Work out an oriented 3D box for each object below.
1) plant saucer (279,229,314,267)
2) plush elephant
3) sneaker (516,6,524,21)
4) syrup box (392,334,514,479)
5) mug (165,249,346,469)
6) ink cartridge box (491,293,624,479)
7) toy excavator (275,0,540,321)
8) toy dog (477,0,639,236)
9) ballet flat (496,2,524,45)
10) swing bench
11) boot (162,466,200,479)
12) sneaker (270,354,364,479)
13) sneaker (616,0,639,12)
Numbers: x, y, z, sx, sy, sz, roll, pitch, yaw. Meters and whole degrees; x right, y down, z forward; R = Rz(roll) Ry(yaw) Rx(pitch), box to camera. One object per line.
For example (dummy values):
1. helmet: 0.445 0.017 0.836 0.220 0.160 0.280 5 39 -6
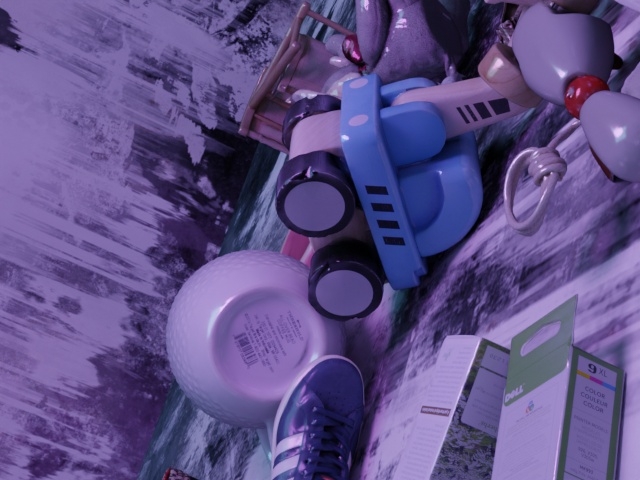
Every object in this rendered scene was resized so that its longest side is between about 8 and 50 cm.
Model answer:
1. plant saucer: 0.000 0.000 2.090 0.332 0.084 0.332 -58 15 26
2. plush elephant: 0.100 -0.293 1.819 0.255 0.272 0.330 -26 59 31
3. sneaker: 0.309 -0.307 1.480 0.152 0.058 0.084 119 159 -47
4. syrup box: 0.140 0.220 1.106 0.236 0.093 0.096 -68 14 -11
5. mug: -0.084 0.196 1.686 0.328 0.276 0.374 161 97 -81
6. ink cartridge box: 0.211 0.165 0.994 0.109 0.062 0.209 -48 21 52
7. toy excavator: 0.156 -0.147 1.486 0.222 0.445 0.432 -88 -19 -56
8. toy dog: 0.295 -0.156 1.162 0.220 0.161 0.333 -48 36 45
9. ballet flat: 0.292 -0.355 1.638 0.084 0.058 0.249 -50 19 46
10. swing bench: 0.012 -0.279 2.173 0.254 0.253 0.165 -53 17 41
11. boot: -0.175 0.457 1.724 0.085 0.179 0.236 -60 13 23
12. sneaker: -0.003 0.321 1.455 0.148 0.131 0.350 -11 61 66
13. sneaker: 0.327 -0.291 1.104 0.295 0.147 0.104 -125 41 -51
